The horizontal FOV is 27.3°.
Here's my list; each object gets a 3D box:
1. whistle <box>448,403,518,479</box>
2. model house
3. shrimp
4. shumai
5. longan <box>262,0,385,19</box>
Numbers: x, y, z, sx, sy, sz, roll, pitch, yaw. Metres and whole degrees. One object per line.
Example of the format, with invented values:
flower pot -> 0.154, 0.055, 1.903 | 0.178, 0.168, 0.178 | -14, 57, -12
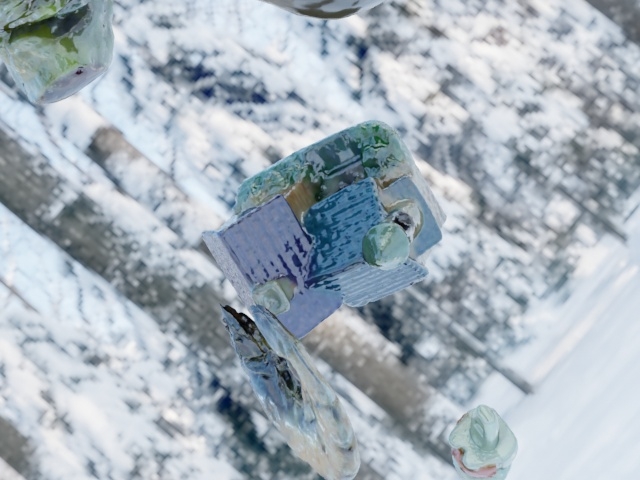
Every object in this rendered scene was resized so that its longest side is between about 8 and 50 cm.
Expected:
whistle -> 0.250, 0.317, 2.022 | 0.105, 0.102, 0.253 | -58, -18, -24
model house -> 0.000, 0.000, 1.960 | 0.312, 0.245, 0.280 | -23, 12, 26
shrimp -> -0.049, 0.171, 1.766 | 0.071, 0.365, 0.233 | -24, -43, -17
shumai -> -0.439, -0.354, 2.039 | 0.309, 0.263, 0.304 | -18, 36, 9
longan -> -0.023, -0.442, 1.535 | 0.404, 0.404, 0.336 | -50, -12, -7
